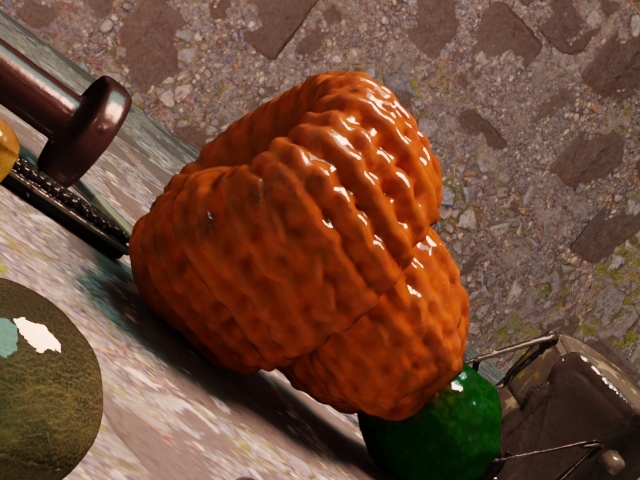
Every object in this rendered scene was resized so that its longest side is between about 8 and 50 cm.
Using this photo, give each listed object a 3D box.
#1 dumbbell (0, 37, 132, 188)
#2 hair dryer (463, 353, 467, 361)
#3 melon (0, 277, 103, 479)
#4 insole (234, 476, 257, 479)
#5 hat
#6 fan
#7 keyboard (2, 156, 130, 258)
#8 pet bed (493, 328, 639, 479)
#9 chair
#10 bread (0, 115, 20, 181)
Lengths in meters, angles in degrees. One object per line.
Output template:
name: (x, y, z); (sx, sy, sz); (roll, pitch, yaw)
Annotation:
dumbbell: (-0.313, -0.163, 1.417); (0.225, 0.124, 0.140); (37, 5, -23)
hair dryer: (0.024, 0.114, 1.664); (0.296, 0.119, 0.298); (33, 15, 10)
melon: (-0.142, 0.060, 0.543); (0.098, 0.098, 0.131); (40, 10, 26)
insole: (0.005, 0.211, 0.777); (0.110, 0.012, 0.309); (38, 3, -19)
hat: (0.025, 0.074, 1.213); (0.400, 0.285, 0.285); (57, 1, -9)
fan: (-0.219, -0.025, 1.484); (0.193, 0.016, 0.038); (41, 7, 30)
keyboard: (-0.274, -0.058, 1.291); (0.230, 0.025, 0.094); (36, 1, -26)
pet bed: (0.293, 0.243, 1.674); (0.183, 0.211, 0.159); (38, 13, -15)
chair: (0.161, 0.202, 1.489); (0.221, 0.145, 0.140); (-8, 63, -25)
bread: (-0.322, -0.111, 0.972); (0.245, 0.094, 0.102); (36, -1, -25)
